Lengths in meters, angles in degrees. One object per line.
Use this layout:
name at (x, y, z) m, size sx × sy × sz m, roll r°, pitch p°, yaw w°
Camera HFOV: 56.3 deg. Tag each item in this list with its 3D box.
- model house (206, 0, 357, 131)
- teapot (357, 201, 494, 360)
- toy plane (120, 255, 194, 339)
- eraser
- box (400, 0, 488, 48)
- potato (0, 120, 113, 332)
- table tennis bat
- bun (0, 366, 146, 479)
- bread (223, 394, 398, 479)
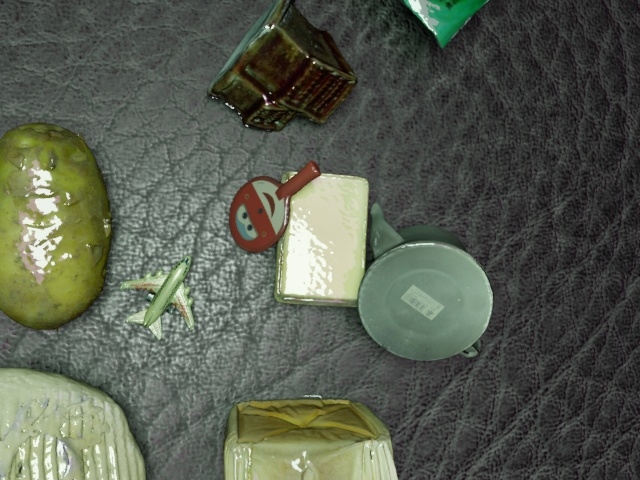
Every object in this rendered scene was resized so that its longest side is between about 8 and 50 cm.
model house at (-0.044, -0.217, 0.796) m, size 0.152 × 0.106 × 0.165 m, roll 39°, pitch 114°, yaw -18°
teapot at (0.138, 0.057, 0.785) m, size 0.162 × 0.149 × 0.239 m, roll -36°, pitch 105°, yaw 18°
toy plane at (-0.196, 0.067, 0.756) m, size 0.102 × 0.040 × 0.111 m, roll 32°, pitch 78°, yaw -9°
eraser at (0.000, 0.000, 0.792) m, size 0.117 × 0.058 × 0.172 m, roll 4°, pitch 84°, yaw -8°
box at (0.123, -0.459, 0.840) m, size 0.337 × 0.106 × 0.264 m, roll 45°, pitch 77°, yaw -4°
potato at (-0.323, -0.014, 0.704) m, size 0.149 × 0.113 × 0.251 m, roll -5°, pitch 95°, yaw -20°
table tennis bat at (-0.060, -0.048, 0.762) m, size 0.155 × 0.019 × 0.098 m, roll -36°, pitch 64°, yaw 25°
bun at (-0.317, 0.270, 0.638) m, size 0.273 × 0.168 × 0.272 m, roll 29°, pitch 48°, yaw -39°
bread at (-0.016, 0.258, 0.693) m, size 0.192 × 0.210 × 0.109 m, roll 0°, pitch 90°, yaw -12°
